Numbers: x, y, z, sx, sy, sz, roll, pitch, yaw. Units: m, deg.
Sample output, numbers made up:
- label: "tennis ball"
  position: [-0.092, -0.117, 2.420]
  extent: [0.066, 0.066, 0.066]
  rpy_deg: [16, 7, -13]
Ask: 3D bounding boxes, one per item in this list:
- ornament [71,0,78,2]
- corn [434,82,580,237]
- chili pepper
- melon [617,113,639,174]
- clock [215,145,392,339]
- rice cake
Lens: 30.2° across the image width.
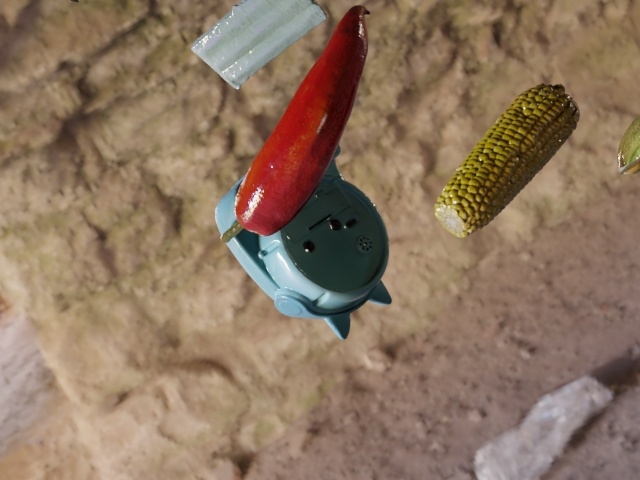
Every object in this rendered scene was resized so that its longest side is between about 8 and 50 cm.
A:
- label: "ornament"
  position: [-0.376, -0.484, 1.827]
  extent: [0.080, 0.236, 0.202]
  rpy_deg: [6, 13, 4]
- label: "corn"
  position: [0.244, -0.107, 1.549]
  extent: [0.260, 0.091, 0.091]
  rpy_deg: [-45, -25, -26]
- label: "chili pepper"
  position: [-0.020, -0.131, 1.535]
  extent: [0.368, 0.091, 0.137]
  rpy_deg: [-56, 11, 9]
- label: "melon"
  position: [0.493, -0.158, 1.780]
  extent: [0.128, 0.079, 0.160]
  rpy_deg: [-30, -10, -4]
- label: "clock"
  position: [0.000, 0.000, 1.711]
  extent: [0.223, 0.274, 0.094]
  rpy_deg: [-37, -1, -35]
- label: "rice cake"
  position: [-0.111, -0.374, 2.103]
  extent: [0.237, 0.127, 0.043]
  rpy_deg: [-36, 23, 25]
